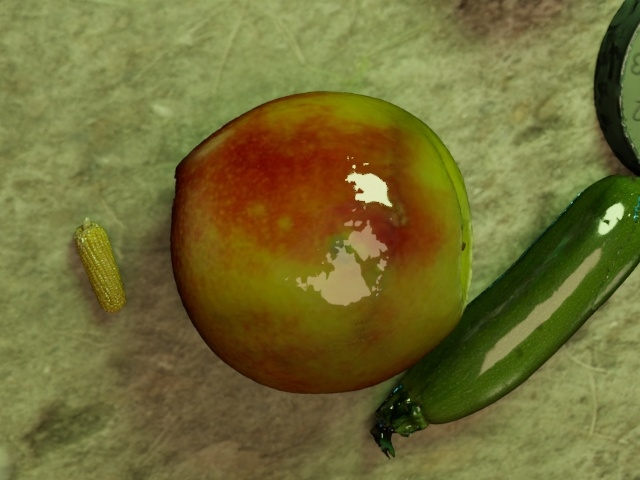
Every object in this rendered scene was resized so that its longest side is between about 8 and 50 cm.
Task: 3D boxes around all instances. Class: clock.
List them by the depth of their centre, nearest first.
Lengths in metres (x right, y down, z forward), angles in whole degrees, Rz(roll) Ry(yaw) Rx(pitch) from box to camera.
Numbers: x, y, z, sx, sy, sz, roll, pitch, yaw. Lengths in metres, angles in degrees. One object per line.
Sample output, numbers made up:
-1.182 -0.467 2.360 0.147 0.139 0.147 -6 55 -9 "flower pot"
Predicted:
0.342 -0.139 0.941 0.215 0.042 0.215 -4 108 -11 "clock"

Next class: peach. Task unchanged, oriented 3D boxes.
0.000 0.000 0.825 0.231 0.231 0.231 -3 108 -11 "peach"

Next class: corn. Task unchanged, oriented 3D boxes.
-0.178 0.019 0.893 0.027 0.028 0.083 -19 114 -11 "corn"

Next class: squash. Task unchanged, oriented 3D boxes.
0.167 0.070 0.951 0.331 0.087 0.087 -43 110 6 "squash"
